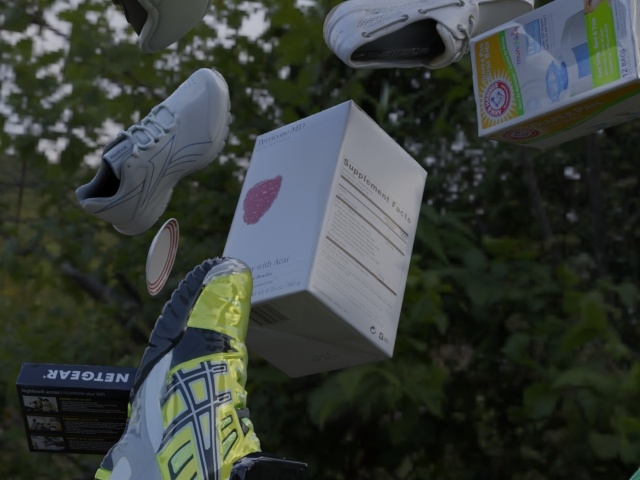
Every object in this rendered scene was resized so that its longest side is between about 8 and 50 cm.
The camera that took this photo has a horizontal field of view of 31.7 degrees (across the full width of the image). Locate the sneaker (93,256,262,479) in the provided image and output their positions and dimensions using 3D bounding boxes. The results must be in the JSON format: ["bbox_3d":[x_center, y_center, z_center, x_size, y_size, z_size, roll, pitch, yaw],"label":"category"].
[{"bbox_3d":[-0.118,0.191,1.123,0.147,0.385,0.145,12,-32,6],"label":"sneaker"}]

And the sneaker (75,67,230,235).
[{"bbox_3d":[-0.244,-0.133,1.675,0.111,0.297,0.129,46,15,32],"label":"sneaker"}]

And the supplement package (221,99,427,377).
[{"bbox_3d":[0.000,0.000,1.460,0.177,0.293,0.175,-17,-44,38],"label":"supplement package"}]

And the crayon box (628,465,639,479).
[{"bbox_3d":[0.361,0.196,0.659,0.363,0.106,0.313,3,28,43],"label":"crayon box"}]

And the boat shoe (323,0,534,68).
[{"bbox_3d":[0.147,-0.256,1.401,0.277,0.096,0.098,-13,-45,-10],"label":"boat shoe"}]

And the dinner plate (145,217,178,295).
[{"bbox_3d":[-0.282,0.027,1.988,0.017,0.141,0.141,14,-7,10],"label":"dinner plate"}]

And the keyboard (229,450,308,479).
[{"bbox_3d":[-0.045,0.314,0.809,0.033,0.317,0.201,2,-13,22],"label":"keyboard"}]

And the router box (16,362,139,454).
[{"bbox_3d":[-0.309,0.230,1.519,0.178,0.046,0.133,3,-52,1],"label":"router box"}]

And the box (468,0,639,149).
[{"bbox_3d":[0.259,-0.174,1.133,0.103,0.114,0.203,6,-14,-38],"label":"box"}]

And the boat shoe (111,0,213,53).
[{"bbox_3d":[-0.192,-0.300,1.300,0.109,0.091,0.305,-40,-3,-7],"label":"boat shoe"}]
